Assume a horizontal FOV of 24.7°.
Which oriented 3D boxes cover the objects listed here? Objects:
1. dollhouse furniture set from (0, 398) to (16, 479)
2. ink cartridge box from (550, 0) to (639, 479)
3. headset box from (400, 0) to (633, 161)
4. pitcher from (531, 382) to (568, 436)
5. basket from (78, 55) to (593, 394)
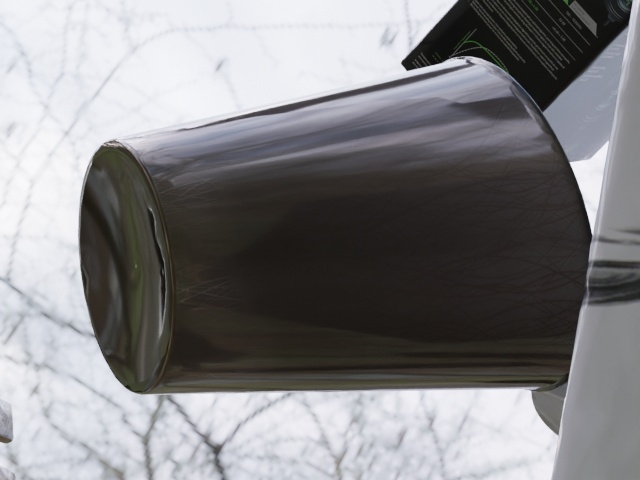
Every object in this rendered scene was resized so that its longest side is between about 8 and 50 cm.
[{"bbox_3d":[-0.370,0.244,1.107,0.262,0.259,0.135,-38,-52,19],"label":"dollhouse furniture set"},{"bbox_3d":[0.227,0.026,0.595,0.166,0.395,0.285,4,-18,29],"label":"ink cartridge box"},{"bbox_3d":[0.254,-0.209,1.301,0.283,0.246,0.131,-47,-109,26],"label":"headset box"},{"bbox_3d":[0.192,0.103,0.857,0.178,0.125,0.207,16,3,-23],"label":"pitcher"},{"bbox_3d":[0.000,0.000,0.770,0.227,0.204,0.154,-6,-32,-28],"label":"basket"}]
